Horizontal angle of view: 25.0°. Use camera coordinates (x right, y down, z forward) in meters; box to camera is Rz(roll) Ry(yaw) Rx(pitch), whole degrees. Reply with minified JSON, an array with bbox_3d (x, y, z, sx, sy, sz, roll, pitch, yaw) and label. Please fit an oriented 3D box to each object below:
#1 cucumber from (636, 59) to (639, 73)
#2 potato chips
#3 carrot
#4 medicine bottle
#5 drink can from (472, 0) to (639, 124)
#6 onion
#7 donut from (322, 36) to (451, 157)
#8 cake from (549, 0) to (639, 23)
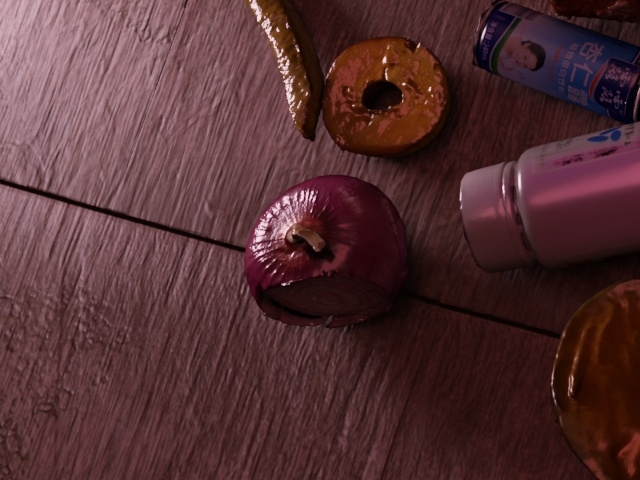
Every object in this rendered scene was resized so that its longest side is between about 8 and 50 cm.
[{"bbox_3d":[0.456,-0.049,1.596,0.096,0.096,0.359,-21,101,18],"label":"cucumber"},{"bbox_3d":[-0.067,-0.297,1.997,0.080,0.057,0.407,-33,58,8],"label":"potato chips"},{"bbox_3d":[0.363,0.160,1.533,0.241,0.340,0.241,-1,81,9],"label":"carrot"},{"bbox_3d":[0.303,-0.047,1.703,0.254,0.152,0.152,-12,70,24],"label":"medicine bottle"},{"bbox_3d":[0.308,-0.220,1.786,0.235,0.097,0.097,25,86,28],"label":"drink can"},{"bbox_3d":[0.009,0.006,1.822,0.207,0.200,0.201,-40,56,46],"label":"onion"},{"bbox_3d":[0.092,-0.182,1.896,0.178,0.065,0.162,12,85,27],"label":"donut"},{"bbox_3d":[0.362,-0.392,1.764,0.151,0.177,0.283,10,67,26],"label":"cake"}]
